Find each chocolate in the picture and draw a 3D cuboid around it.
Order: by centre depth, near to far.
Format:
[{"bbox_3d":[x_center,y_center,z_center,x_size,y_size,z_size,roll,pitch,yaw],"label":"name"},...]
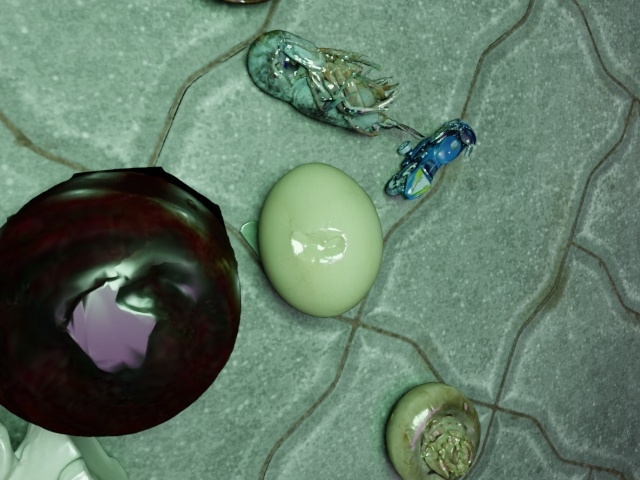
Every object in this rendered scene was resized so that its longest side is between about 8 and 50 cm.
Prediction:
[{"bbox_3d":[-0.256,0.070,0.619,0.384,0.331,0.383,-1,92,-27],"label":"chocolate"}]

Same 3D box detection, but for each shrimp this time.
[{"bbox_3d":[0.048,-0.265,0.832,0.372,0.172,0.137,13,121,-13],"label":"shrimp"}]

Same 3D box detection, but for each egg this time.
[{"bbox_3d":[0.000,0.000,0.803,0.219,0.219,0.269,-16,100,-25],"label":"egg"}]

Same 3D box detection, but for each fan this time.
[{"bbox_3d":[-0.093,0.049,0.873,0.038,0.016,0.193,-34,107,-18],"label":"fan"}]

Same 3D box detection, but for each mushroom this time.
[{"bbox_3d":[0.250,0.419,0.987,0.226,0.178,0.226,3,83,-27],"label":"mushroom"}]

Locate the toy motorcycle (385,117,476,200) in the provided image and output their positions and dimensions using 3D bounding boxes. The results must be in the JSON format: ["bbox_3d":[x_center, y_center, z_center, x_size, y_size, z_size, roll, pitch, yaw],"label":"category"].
[{"bbox_3d":[0.236,-0.175,0.956,0.254,0.135,0.092,-47,112,-17],"label":"toy motorcycle"}]

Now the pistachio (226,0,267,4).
[{"bbox_3d":[-0.134,-0.467,0.751,0.210,0.130,0.165,-9,91,-39],"label":"pistachio"}]

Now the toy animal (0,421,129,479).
[{"bbox_3d":[-0.426,0.377,0.624,0.265,0.206,0.271,-35,111,-24],"label":"toy animal"}]
